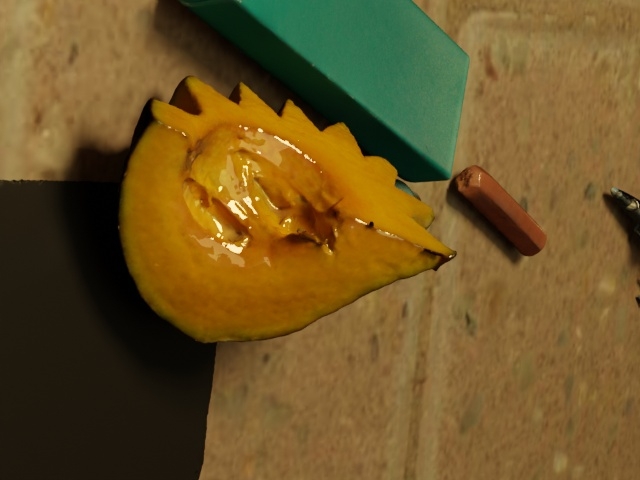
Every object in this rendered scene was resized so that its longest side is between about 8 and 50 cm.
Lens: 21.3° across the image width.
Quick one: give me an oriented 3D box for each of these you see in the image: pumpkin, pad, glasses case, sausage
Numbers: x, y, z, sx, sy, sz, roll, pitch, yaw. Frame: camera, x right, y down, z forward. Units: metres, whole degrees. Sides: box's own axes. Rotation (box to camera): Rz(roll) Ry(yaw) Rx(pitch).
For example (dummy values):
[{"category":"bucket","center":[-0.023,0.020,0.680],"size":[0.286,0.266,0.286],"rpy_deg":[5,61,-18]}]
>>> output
[{"category":"pumpkin","center":[-0.051,-0.016,1.212],"size":[0.254,0.130,0.149],"rpy_deg":[22,114,-28]},{"category":"pad","center":[-0.162,0.140,1.181],"size":[0.247,0.007,0.368],"rpy_deg":[0,98,-51]},{"category":"glasses case","center":[0.009,-0.155,1.280],"size":[0.301,0.070,0.117],"rpy_deg":[35,60,-47]},{"category":"sausage","center":[0.163,-0.026,1.522],"size":[0.030,0.035,0.147],"rpy_deg":[-43,140,6]}]

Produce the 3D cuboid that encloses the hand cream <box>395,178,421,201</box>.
[{"category":"hand cream","center":[0.000,0.000,1.324],"size":[0.224,0.048,0.083],"rpy_deg":[-21,114,-42]}]

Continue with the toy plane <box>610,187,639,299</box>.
[{"category":"toy plane","center":[0.372,0.005,1.752],"size":[0.169,0.078,0.246],"rpy_deg":[-50,137,7]}]
